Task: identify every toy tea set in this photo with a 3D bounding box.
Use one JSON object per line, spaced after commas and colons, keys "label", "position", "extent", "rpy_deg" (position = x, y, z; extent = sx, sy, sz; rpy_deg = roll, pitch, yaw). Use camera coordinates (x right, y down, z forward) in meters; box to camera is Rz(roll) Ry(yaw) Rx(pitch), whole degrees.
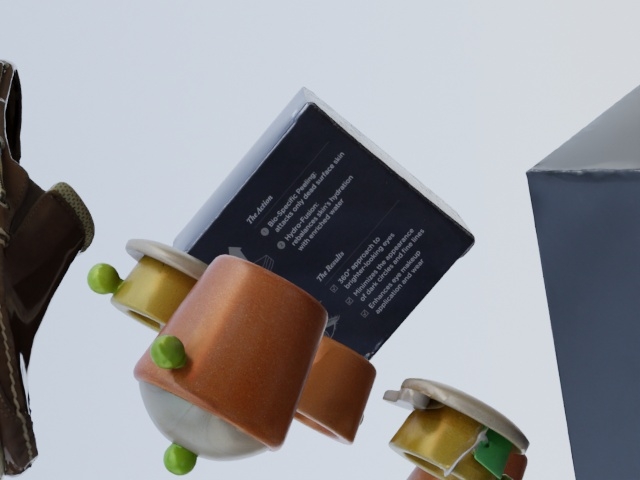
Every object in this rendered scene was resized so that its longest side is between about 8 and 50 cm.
{"label": "toy tea set", "position": [0.002, 0.124, 1.125], "extent": [0.336, 0.200, 0.124], "rpy_deg": [32, -101, -18]}

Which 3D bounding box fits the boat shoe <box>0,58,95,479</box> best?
{"label": "boat shoe", "position": [-0.154, -0.002, 0.867], "extent": [0.095, 0.095, 0.257], "rpy_deg": [91, 162, -50]}

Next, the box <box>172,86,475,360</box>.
{"label": "box", "position": [0.000, 0.000, 1.327], "extent": [0.158, 0.156, 0.093], "rpy_deg": [39, -172, -11]}

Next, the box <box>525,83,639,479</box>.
{"label": "box", "position": [0.222, 0.050, 1.099], "extent": [0.184, 0.103, 0.261], "rpy_deg": [-36, -60, -53]}
